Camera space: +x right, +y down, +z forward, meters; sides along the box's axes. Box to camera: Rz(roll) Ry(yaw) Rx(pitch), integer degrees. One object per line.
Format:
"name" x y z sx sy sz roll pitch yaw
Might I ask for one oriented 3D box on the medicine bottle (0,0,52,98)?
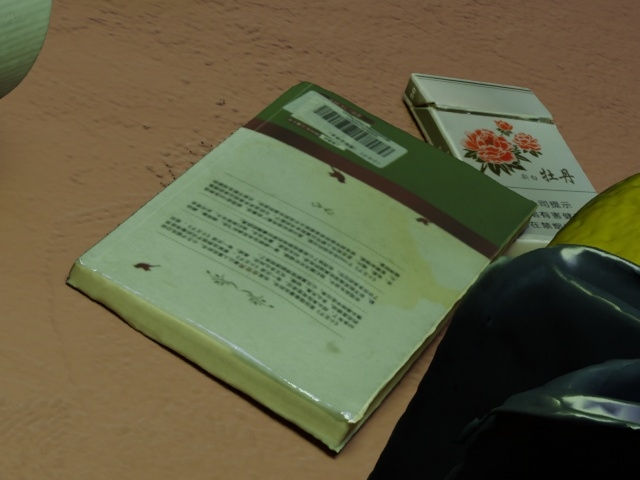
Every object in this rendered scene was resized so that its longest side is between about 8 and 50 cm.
"medicine bottle" -0.317 -0.127 0.931 0.245 0.245 0.306 37 36 20

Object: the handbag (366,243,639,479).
"handbag" 0.164 0.187 0.729 0.329 0.303 0.122 23 34 -3

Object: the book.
"book" 0.000 0.000 1.115 0.201 0.026 0.289 31 39 14

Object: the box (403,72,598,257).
"box" 0.141 -0.053 1.286 0.109 0.029 0.198 5 39 -25

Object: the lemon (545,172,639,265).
"lemon" 0.225 0.076 0.974 0.267 0.267 0.267 15 35 -11
